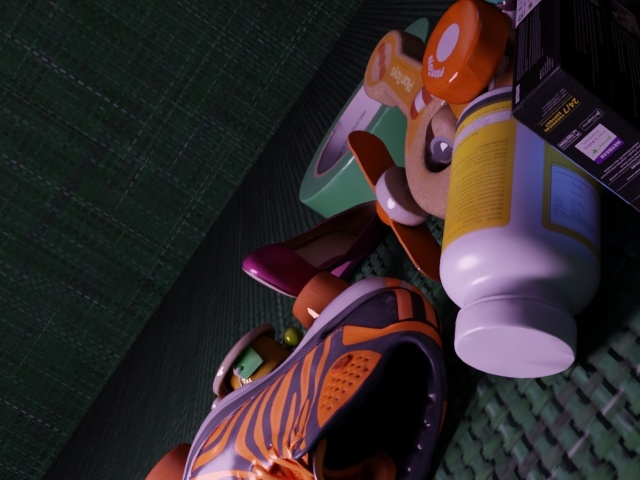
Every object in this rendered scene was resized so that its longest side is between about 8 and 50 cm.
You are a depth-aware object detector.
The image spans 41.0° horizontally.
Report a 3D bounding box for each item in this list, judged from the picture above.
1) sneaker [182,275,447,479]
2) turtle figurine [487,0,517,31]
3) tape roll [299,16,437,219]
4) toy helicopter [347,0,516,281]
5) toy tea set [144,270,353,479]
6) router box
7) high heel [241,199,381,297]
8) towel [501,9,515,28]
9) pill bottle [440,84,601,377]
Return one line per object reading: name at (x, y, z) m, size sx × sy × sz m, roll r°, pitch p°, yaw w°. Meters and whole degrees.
sneaker at (-0.019, 0.177, 0.691) m, size 0.321 × 0.124 × 0.180 m, roll -54°, pitch 12°, yaw 13°
turtle figurine at (0.230, -0.241, 0.814) m, size 0.175 × 0.118 × 0.234 m, roll -18°, pitch 9°, yaw -12°
tape roll at (0.088, -0.171, 1.253) m, size 0.321 × 0.077 × 0.321 m, roll -53°, pitch 14°, yaw 19°
toy helicopter at (0.106, -0.118, 0.829) m, size 0.235 × 0.140 × 0.355 m, roll -66°, pitch 21°, yaw 18°
toy tea set at (-0.045, 0.190, 0.877) m, size 0.336 × 0.124 × 0.200 m, roll -58°, pitch -17°, yaw 12°
router box at (0.190, -0.103, 0.561) m, size 0.046 × 0.133 × 0.179 m, roll -46°, pitch 16°, yaw 38°
high heel at (0.000, 0.000, 0.975) m, size 0.244 × 0.082 × 0.117 m, roll 7°, pitch -67°, yaw -60°
towel at (0.216, -0.259, 1.021) m, size 0.197 × 0.029 × 0.144 m, roll -44°, pitch 6°, yaw 43°
pill bottle at (0.135, -0.007, 0.577) m, size 0.103 × 0.103 × 0.184 m, roll -40°, pitch 32°, yaw 53°
